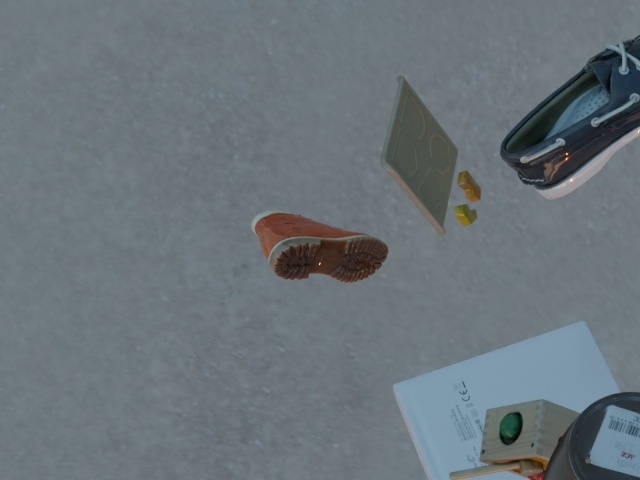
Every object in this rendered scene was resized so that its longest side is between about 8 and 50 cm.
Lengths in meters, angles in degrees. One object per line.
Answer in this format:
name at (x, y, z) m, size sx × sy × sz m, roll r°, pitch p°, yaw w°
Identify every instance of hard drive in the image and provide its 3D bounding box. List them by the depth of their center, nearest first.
hard drive at (0.285, 0.255, 1.723) m, size 0.308 × 0.040 × 0.203 m, roll -17°, pitch 63°, yaw -9°

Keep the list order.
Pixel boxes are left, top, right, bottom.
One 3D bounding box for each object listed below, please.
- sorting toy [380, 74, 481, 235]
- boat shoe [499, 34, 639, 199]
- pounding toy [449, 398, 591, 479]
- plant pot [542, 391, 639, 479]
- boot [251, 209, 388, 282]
sorting toy at (0.199, -0.123, 2.140) m, size 0.041 × 0.307 × 0.229 m, roll -15°, pitch 46°, yaw 31°
boat shoe at (0.340, -0.172, 1.364) m, size 0.302 × 0.091 × 0.114 m, roll -46°, pitch 29°, yaw 17°
pounding toy at (0.260, 0.265, 1.483) m, size 0.130 × 0.141 × 0.100 m, roll -25°, pitch 48°, yaw 55°
plant pot at (0.292, 0.237, 1.089) m, size 0.215 × 0.230 × 0.215 m, roll -9°, pitch 54°, yaw 12°
boot at (0.000, 0.000, 1.276) m, size 0.084 × 0.158 × 0.059 m, roll 49°, pitch 123°, yaw 44°
